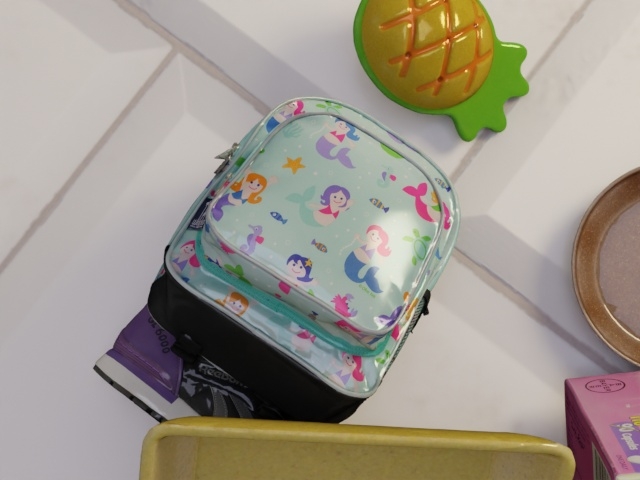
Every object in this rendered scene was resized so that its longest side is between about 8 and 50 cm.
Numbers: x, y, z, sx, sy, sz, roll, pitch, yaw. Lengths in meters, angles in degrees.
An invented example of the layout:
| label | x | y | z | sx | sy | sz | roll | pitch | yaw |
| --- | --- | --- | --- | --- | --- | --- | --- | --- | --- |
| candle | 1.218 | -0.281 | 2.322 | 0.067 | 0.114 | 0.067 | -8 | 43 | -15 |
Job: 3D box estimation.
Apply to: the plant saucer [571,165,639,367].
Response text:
| label | x | y | z | sx | sy | sz | roll | pitch | yaw |
| --- | --- | --- | --- | --- | --- | --- | --- | --- | --- |
| plant saucer | 0.327 | 0.026 | 1.241 | 0.199 | 0.036 | 0.198 | 0 | 82 | 3 |

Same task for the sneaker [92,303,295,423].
| label | x | y | z | sx | sy | sz | roll | pitch | yaw |
| --- | --- | --- | --- | --- | --- | --- | --- | --- | --- |
| sneaker | -0.057 | 0.150 | 1.209 | 0.283 | 0.107 | 0.124 | 36 | 80 | 6 |

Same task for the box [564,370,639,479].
| label | x | y | z | sx | sy | sz | roll | pitch | yaw |
| --- | --- | --- | --- | --- | --- | --- | --- | --- | --- |
| box | 0.341 | 0.190 | 1.118 | 0.243 | 0.213 | 0.117 | -5 | 104 | 2 |

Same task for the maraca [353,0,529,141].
| label | x | y | z | sx | sy | sz | roll | pitch | yaw |
| --- | --- | --- | --- | --- | --- | --- | --- | --- | --- |
| maraca | 0.112 | -0.171 | 1.247 | 0.186 | 0.099 | 0.127 | 35 | 87 | -20 |

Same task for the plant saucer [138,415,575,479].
| label | x | y | z | sx | sy | sz | roll | pitch | yaw |
| --- | --- | --- | --- | --- | --- | --- | --- | --- | --- |
| plant saucer | 0.009 | 0.269 | 1.121 | 0.333 | 0.081 | 0.332 | 4 | 120 | -9 |

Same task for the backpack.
| label | x | y | z | sx | sy | sz | roll | pitch | yaw |
| --- | --- | --- | --- | --- | --- | --- | --- | --- | --- |
| backpack | 0.000 | 0.000 | 1.166 | 0.225 | 0.191 | 0.253 | 34 | 53 | 1 |
